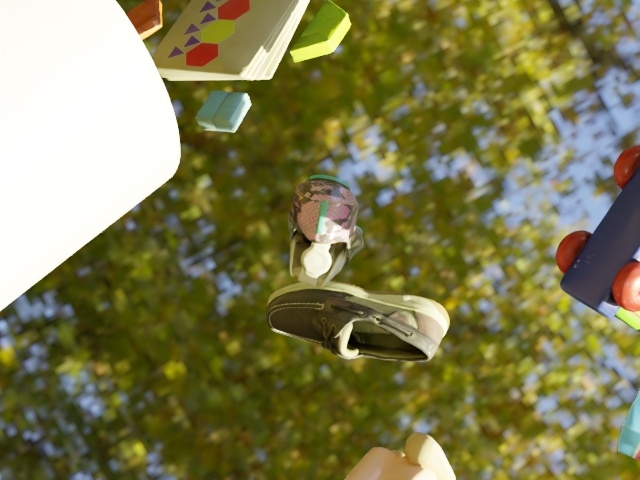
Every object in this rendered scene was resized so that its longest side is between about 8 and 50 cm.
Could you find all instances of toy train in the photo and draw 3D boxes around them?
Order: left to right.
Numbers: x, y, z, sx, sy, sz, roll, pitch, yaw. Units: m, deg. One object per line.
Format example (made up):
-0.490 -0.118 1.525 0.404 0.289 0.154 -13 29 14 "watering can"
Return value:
0.321 -0.026 1.587 0.143 0.248 0.105 34 0 -33 "toy train"

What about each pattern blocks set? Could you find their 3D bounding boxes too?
-0.096 -0.243 2.138 0.285 0.325 0.026 16 -36 36 "pattern blocks set"

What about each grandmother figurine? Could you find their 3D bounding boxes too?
-0.004 0.352 2.080 0.104 0.342 0.208 44 -34 11 "grandmother figurine"

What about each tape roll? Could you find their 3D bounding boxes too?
-0.235 -0.089 1.267 0.246 0.169 0.246 40 -24 22 "tape roll"

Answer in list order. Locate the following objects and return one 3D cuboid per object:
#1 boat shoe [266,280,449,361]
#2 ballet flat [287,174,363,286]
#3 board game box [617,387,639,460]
0.035 0.100 2.206 0.223 0.073 0.080 4 -47 19 "boat shoe"
0.000 0.000 1.793 0.077 0.079 0.221 14 -11 3 "ballet flat"
0.453 0.139 1.656 0.316 0.242 0.064 23 -24 16 "board game box"
